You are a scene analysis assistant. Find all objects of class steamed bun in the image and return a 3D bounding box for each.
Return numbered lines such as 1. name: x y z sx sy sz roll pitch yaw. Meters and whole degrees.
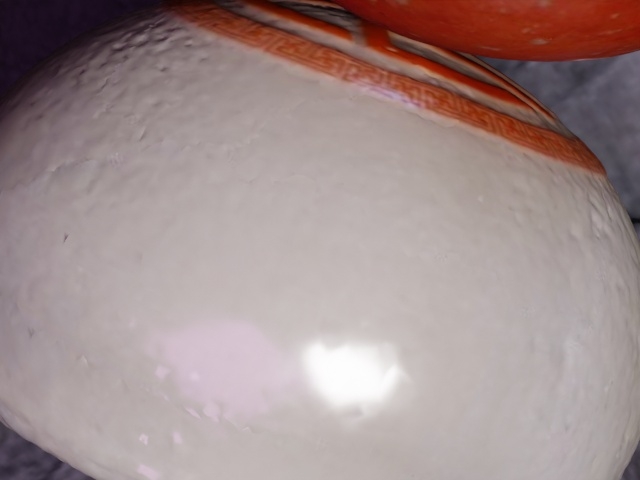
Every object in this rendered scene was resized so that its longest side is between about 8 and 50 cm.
1. steamed bun: 0.000 0.000 0.742 0.283 0.283 0.177 24 98 15

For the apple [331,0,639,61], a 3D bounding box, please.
1. apple: 0.070 -0.195 0.654 0.217 0.260 0.260 7 109 17
